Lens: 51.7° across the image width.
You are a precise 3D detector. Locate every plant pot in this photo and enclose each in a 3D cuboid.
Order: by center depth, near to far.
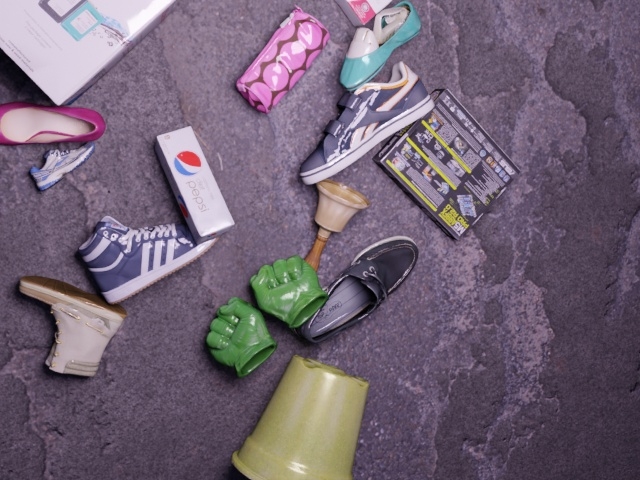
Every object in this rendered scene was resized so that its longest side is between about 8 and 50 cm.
[{"bbox_3d":[-0.018,0.394,1.424,0.276,0.276,0.254,22,85,-19],"label":"plant pot"}]

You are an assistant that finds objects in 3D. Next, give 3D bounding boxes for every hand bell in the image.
[{"bbox_3d":[0.000,0.000,1.423,0.126,0.126,0.242,19,110,-18],"label":"hand bell"}]

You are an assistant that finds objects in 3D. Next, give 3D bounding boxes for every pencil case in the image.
[{"bbox_3d":[-0.080,-0.357,1.312,0.209,0.095,0.098,-54,145,-1],"label":"pencil case"}]

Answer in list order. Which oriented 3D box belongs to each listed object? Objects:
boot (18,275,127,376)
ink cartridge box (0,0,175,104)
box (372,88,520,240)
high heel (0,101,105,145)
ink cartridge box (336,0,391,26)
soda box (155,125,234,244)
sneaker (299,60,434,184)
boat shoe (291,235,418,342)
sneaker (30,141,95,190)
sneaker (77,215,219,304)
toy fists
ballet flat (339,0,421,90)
[{"bbox_3d":[-0.518,0.173,1.317,0.213,0.077,0.165,26,96,-21],"label":"boot"},{"bbox_3d":[-0.419,-0.398,1.152,0.270,0.198,0.197,-43,109,-4],"label":"ink cartridge box"},{"bbox_3d":[0.282,-0.167,1.470,0.270,0.060,0.216,42,90,-19],"label":"box"},{"bbox_3d":[-0.520,-0.208,1.208,0.244,0.117,0.082,1,102,-16],"label":"high heel"},{"bbox_3d":[0.102,-0.526,1.338,0.150,0.063,0.109,-42,109,-4],"label":"ink cartridge box"},{"bbox_3d":[-0.246,-0.107,1.286,0.074,0.069,0.216,-22,83,-21],"label":"soda box"},{"bbox_3d":[0.072,-0.245,1.362,0.321,0.126,0.127,-35,106,-8],"label":"sneaker"},{"bbox_3d":[0.087,0.112,1.449,0.340,0.113,0.127,-29,108,-7],"label":"boat shoe"},{"bbox_3d":[-0.495,-0.154,1.264,0.135,0.052,0.058,-38,105,-5],"label":"sneaker"},{"bbox_3d":[-0.340,-0.005,1.314,0.282,0.099,0.153,-31,110,-4],"label":"sneaker"},{"bbox_3d":[-0.123,0.147,1.384,0.279,0.096,0.142,-44,66,0],"label":"toy fists"},{"bbox_3d":[0.111,-0.403,1.329,0.247,0.083,0.087,-46,132,-24],"label":"ballet flat"}]
